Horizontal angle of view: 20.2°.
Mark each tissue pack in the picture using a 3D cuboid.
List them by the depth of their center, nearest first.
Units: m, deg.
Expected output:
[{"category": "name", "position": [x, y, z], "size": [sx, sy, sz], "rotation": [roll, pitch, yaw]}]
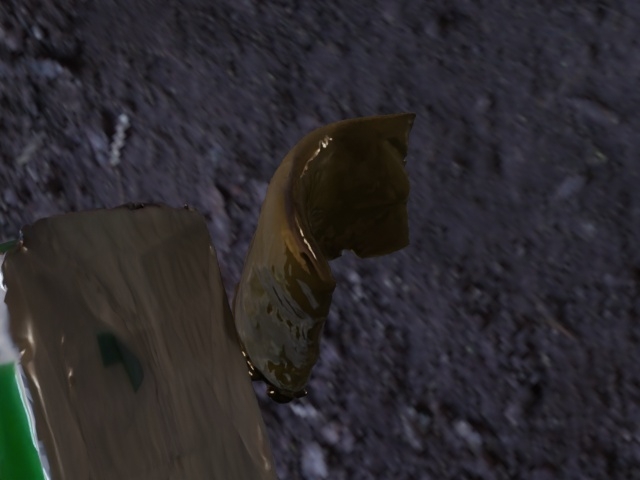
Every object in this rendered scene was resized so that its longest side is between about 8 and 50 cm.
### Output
[{"category": "tissue pack", "position": [-0.123, 0.095, 0.451], "size": [0.209, 0.148, 0.156], "rotation": [-17, 88, 13]}]

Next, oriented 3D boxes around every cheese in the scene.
[{"category": "cheese", "position": [-0.001, -0.001, 0.537], "size": [0.041, 0.084, 0.060], "rotation": [25, 140, 13]}]
